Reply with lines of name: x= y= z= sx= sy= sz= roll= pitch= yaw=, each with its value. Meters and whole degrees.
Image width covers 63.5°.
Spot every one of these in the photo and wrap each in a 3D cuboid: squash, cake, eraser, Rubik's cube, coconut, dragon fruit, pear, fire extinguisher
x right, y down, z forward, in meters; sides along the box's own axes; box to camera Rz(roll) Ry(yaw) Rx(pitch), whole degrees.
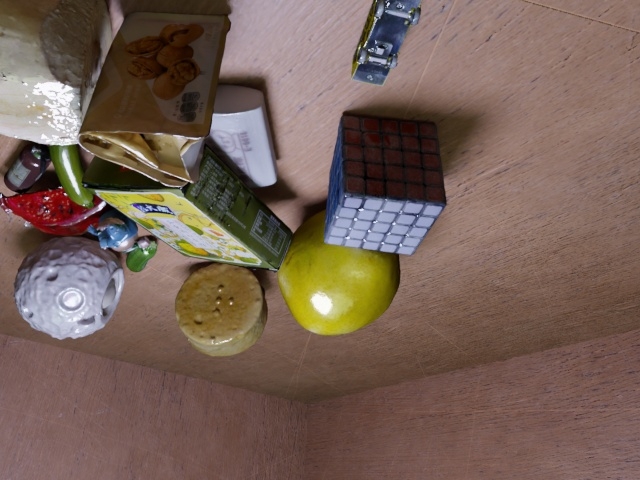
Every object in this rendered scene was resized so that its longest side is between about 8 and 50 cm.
squash: x=-0.614 y=0.051 z=1.768 sx=0.077 sy=0.068 sz=0.219 roll=31 pitch=142 yaw=-22
cake: x=-0.345 y=0.279 z=1.897 sx=0.332 sy=0.332 sz=0.321 roll=1 pitch=152 yaw=3
squash: x=-0.629 y=-0.181 z=1.300 sx=0.069 sy=0.069 sz=0.258 roll=1 pitch=129 yaw=2
eraser: x=-0.202 y=-0.235 z=1.212 sx=0.174 sy=0.095 sz=0.270 roll=4 pitch=152 yaw=5
Rubik's cube: x=0.142 y=-0.127 z=1.230 sx=0.238 sy=0.237 sz=0.237 roll=7 pitch=151 yaw=-6
coconut: x=-0.512 y=-0.325 z=0.892 sx=0.254 sy=0.297 sz=0.297 roll=6 pitch=150 yaw=-13
dragon fruit: x=-0.691 y=-0.071 z=1.491 sx=0.343 sy=0.100 sz=0.282 roll=-11 pitch=165 yaw=-1
pear: x=0.056 y=0.090 z=1.492 sx=0.362 sy=0.362 sz=0.418 roll=15 pitch=137 yaw=-21
fire extinguisher: x=-0.746 y=-0.186 z=1.337 sx=0.231 sy=0.099 sz=0.071 roll=-24 pitch=159 yaw=40

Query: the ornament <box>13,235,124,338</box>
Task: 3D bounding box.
ornament: x=-0.826 y=0.148 z=1.694 sx=0.337 sy=0.337 sz=0.337 roll=2 pitch=150 yaw=1

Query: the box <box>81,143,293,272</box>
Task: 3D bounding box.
box: x=-0.332 y=-0.079 z=1.347 sx=0.373 sy=0.138 sz=0.420 roll=8 pitch=156 yaw=33

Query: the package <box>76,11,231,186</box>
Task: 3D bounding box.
package: x=-0.280 y=-0.256 z=0.960 sx=0.221 sy=0.311 sz=0.165 roll=1 pitch=148 yaw=0

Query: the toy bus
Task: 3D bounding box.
toy bus: x=0.121 y=-0.384 z=0.945 sx=0.081 sy=0.074 sz=0.226 roll=9 pitch=150 yaw=-8

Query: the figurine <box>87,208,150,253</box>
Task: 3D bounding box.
figurine: x=-0.544 y=-0.011 z=1.397 sx=0.114 sy=0.178 sz=0.144 roll=-39 pitch=105 yaw=-1
